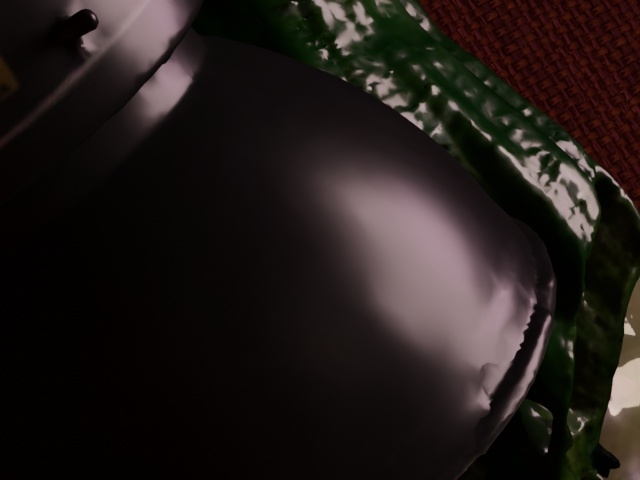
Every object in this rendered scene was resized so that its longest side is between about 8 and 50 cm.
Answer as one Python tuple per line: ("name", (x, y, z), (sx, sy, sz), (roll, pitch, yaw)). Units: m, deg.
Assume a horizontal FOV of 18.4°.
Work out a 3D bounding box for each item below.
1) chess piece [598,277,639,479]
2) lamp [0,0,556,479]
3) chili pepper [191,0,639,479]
("chess piece", (0.179, 0.241, 1.079), (0.442, 0.234, 0.234), (61, 2, 16))
("lamp", (-0.076, -0.039, 0.412), (0.227, 0.147, 0.172), (52, -8, -19))
("chili pepper", (-0.003, 0.001, 0.855), (0.167, 0.213, 0.385), (-29, 85, -46))
